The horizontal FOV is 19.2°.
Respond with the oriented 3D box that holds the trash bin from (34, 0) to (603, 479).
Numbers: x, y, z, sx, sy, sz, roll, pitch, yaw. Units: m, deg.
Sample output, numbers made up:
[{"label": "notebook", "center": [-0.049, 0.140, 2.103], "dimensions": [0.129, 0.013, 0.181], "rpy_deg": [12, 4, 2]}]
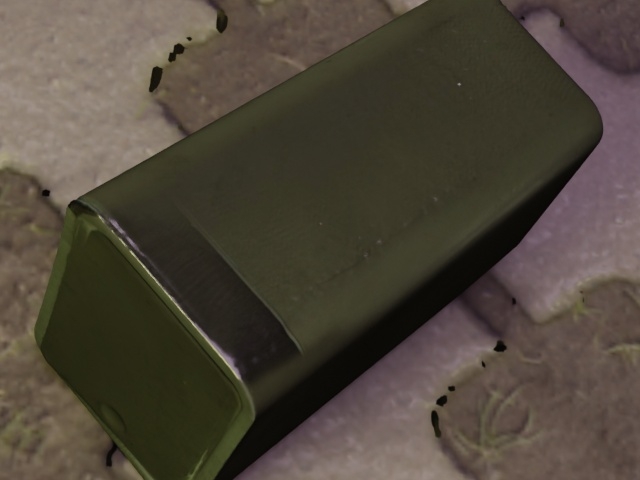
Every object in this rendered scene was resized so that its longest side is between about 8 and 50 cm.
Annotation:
[{"label": "trash bin", "center": [0.000, 0.000, 0.902], "dimensions": [0.240, 0.164, 0.122], "rpy_deg": [-35, 77, -29]}]
